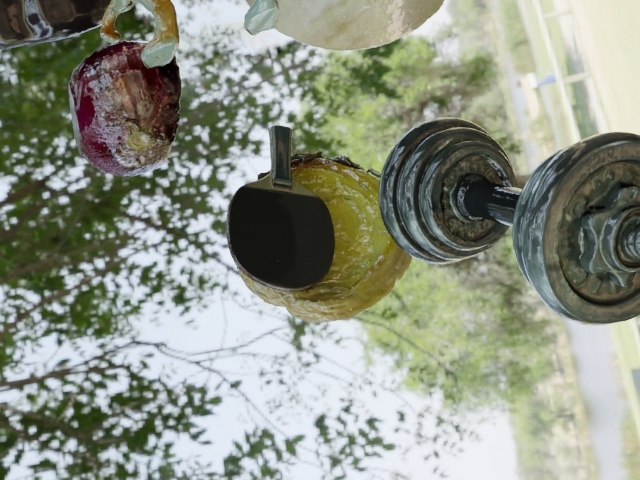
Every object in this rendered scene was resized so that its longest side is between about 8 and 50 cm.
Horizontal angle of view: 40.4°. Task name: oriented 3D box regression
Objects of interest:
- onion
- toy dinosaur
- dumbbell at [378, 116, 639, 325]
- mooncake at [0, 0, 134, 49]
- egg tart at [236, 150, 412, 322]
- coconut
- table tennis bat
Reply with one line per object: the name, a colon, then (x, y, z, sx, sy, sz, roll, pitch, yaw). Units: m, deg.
onion: (-0.285, -0.205, 1.229, 0.195, 0.139, 0.218, 103, 149, -42)
toy dinosaur: (-0.075, -0.181, 0.503, 0.057, 0.212, 0.142, 1, -112, -52)
dumbbell: (0.202, -0.034, 0.901, 0.406, 0.179, 0.179, 26, 134, 64)
mooncake: (-0.478, -0.412, 1.278, 0.350, 0.381, 0.212, -53, -38, -42)
egg tart: (0.000, 0.000, 1.277, 0.095, 0.278, 0.279, 96, 172, -59)
coconut: (0.029, -0.374, 1.029, 0.329, 0.328, 0.329, -11, -90, -78)
table tennis bat: (-0.055, -0.050, 1.218, 0.021, 0.154, 0.274, 121, 153, -53)
